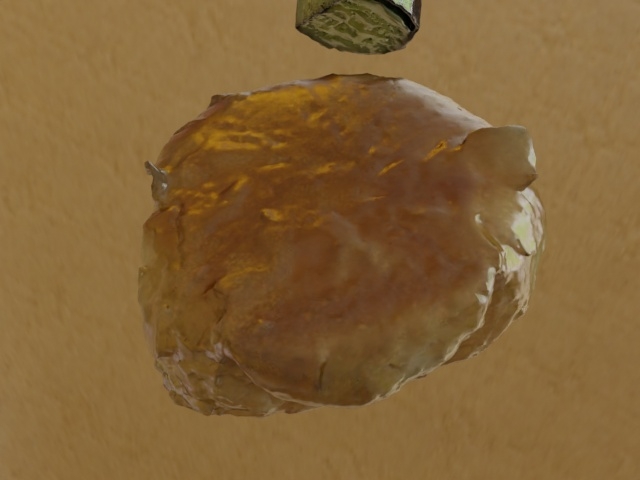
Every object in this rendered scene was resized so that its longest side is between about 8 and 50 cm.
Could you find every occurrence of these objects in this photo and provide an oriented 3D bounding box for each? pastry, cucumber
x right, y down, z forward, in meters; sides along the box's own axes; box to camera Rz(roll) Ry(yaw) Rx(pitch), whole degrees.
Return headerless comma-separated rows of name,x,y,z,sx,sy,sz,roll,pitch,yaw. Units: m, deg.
pastry,0.000,0.000,0.918,0.218,0.100,0.229,-31,49,-18
cucumber,0.035,-0.216,1.055,0.062,0.078,0.211,20,66,-32
